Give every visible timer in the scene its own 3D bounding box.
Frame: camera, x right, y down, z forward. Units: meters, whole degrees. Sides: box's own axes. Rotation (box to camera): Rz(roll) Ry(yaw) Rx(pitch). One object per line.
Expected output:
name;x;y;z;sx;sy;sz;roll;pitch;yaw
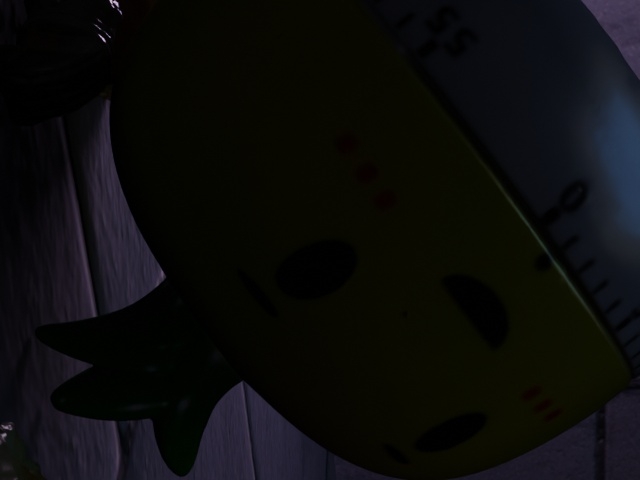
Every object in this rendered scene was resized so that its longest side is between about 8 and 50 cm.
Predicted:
timer;0.000;0.000;0.661;0.285;0.285;0.285;-4;90;-87

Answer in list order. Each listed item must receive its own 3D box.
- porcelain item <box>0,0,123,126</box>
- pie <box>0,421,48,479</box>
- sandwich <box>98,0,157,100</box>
porcelain item;-0.105;-0.138;0.673;0.084;0.054;0.213;80;8;-48
pie;-0.073;0.166;0.383;0.248;0.090;0.201;103;-29;-53
sandwich;-0.067;-0.159;0.809;0.079;0.113;0.163;49;36;-84
